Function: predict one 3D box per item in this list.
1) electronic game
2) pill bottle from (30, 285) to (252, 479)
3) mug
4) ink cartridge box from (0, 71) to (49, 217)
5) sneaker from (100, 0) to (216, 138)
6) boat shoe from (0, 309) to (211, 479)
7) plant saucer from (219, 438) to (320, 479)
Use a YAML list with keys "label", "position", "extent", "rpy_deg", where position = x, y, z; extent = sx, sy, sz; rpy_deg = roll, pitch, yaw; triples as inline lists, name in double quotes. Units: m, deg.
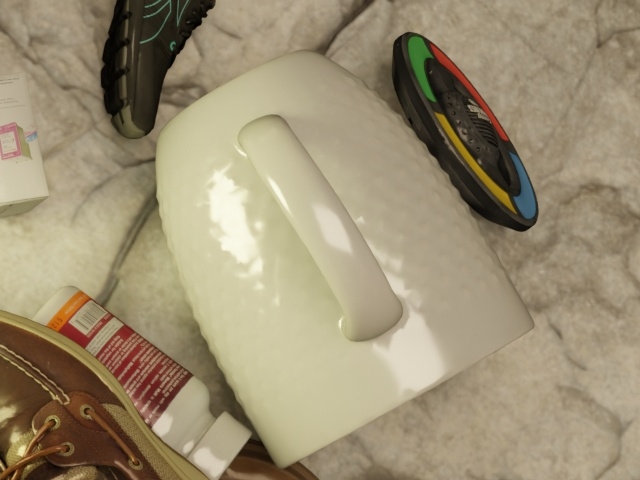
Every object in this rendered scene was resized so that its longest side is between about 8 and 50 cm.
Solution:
- label: "electronic game"
  position: [0.144, -0.108, 1.904]
  extent: [0.048, 0.229, 0.229]
  rpy_deg: [-34, 94, 19]
- label: "pill bottle"
  position: [-0.179, 0.150, 1.770]
  extent: [0.221, 0.121, 0.121]
  rpy_deg: [37, 72, 2]
- label: "mug"
  position: [0.000, 0.000, 1.744]
  extent: [0.276, 0.374, 0.328]
  rpy_deg: [-29, 86, -2]
- label: "ink cartridge box"
  position: [-0.297, -0.087, 1.805]
  extent: [0.052, 0.088, 0.122]
  rpy_deg: [-9, 85, -22]
- label: "sneaker"
  position: [-0.150, -0.227, 1.871]
  extent: [0.106, 0.101, 0.267]
  rpy_deg: [8, 79, -19]
- label: "boat shoe"
  position: [-0.215, 0.192, 1.659]
  extent: [0.342, 0.123, 0.123]
  rpy_deg: [43, 111, 0]
- label: "plant saucer"
  position: [-0.090, 0.324, 1.836]
  extent: [0.278, 0.041, 0.278]
  rpy_deg: [3, 82, -18]
